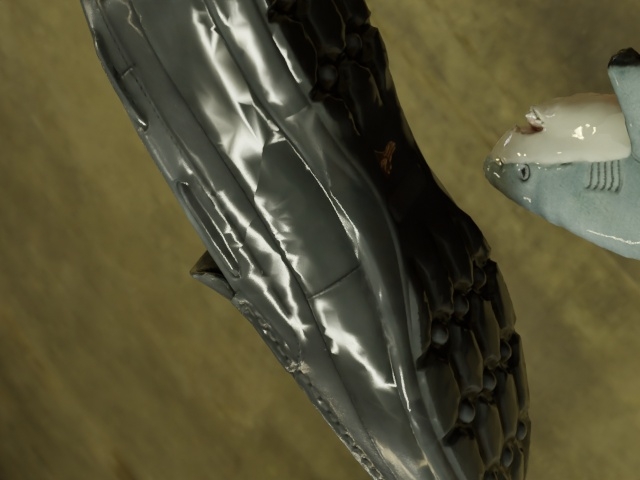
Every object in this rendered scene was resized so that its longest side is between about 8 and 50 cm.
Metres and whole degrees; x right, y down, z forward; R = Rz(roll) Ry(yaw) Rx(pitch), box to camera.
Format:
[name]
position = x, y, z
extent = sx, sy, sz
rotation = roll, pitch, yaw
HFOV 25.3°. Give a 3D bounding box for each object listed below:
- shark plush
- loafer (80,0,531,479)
[shark plush]
position = 0.128, 0.008, 0.467
extent = 0.161, 0.067, 0.073
rotation = 46, -166, 10
[loafer]
position = 0.000, 0.000, 0.442
extent = 0.078, 0.076, 0.223
rotation = -13, 114, 35
